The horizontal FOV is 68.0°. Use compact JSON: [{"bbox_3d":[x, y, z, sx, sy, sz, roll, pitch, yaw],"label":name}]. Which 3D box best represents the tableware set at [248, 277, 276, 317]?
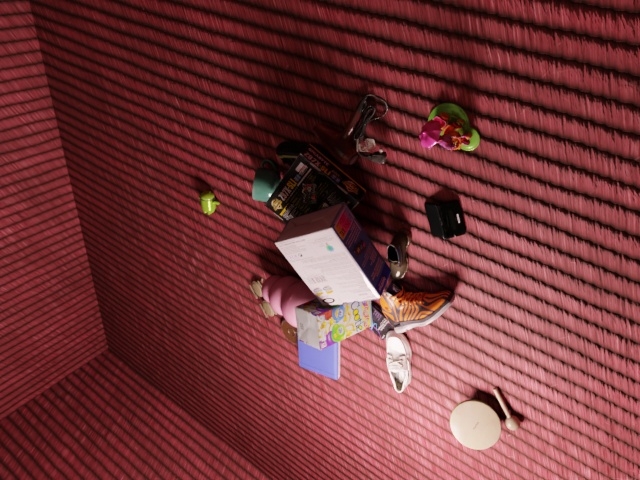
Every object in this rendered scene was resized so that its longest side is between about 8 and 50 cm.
[{"bbox_3d":[-0.269,0.277,2.309,0.128,0.039,0.194,-27,91,57],"label":"tableware set"}]

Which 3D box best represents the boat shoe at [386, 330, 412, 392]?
[{"bbox_3d":[0.315,0.494,1.913,0.098,0.096,0.277,-3,116,28],"label":"boat shoe"}]

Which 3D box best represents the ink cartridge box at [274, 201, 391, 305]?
[{"bbox_3d":[0.063,0.083,1.686,0.270,0.151,0.395,-14,121,39],"label":"ink cartridge box"}]

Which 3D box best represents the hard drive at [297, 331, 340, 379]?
[{"bbox_3d":[-0.008,0.491,2.206,0.210,0.040,0.319,14,124,24],"label":"hard drive"}]

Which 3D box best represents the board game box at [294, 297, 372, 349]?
[{"bbox_3d":[0.056,0.298,1.854,0.142,0.275,0.144,10,111,49],"label":"board game box"}]

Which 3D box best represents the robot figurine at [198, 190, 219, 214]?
[{"bbox_3d":[-0.524,-0.181,2.213,0.101,0.067,0.115,19,126,28],"label":"robot figurine"}]

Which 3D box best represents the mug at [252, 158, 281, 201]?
[{"bbox_3d":[-0.208,-0.230,1.883,0.097,0.129,0.158,10,116,1],"label":"mug"}]

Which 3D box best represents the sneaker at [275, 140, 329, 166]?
[{"bbox_3d":[-0.061,-0.308,1.770,0.234,0.084,0.097,20,151,30],"label":"sneaker"}]

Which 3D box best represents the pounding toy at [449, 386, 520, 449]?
[{"bbox_3d":[0.613,0.671,1.804,0.236,0.110,0.183,-34,80,17],"label":"pounding toy"}]

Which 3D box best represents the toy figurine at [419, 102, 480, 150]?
[{"bbox_3d":[0.355,-0.299,1.359,0.173,0.159,0.130,41,134,11],"label":"toy figurine"}]

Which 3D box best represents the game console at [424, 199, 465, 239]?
[{"bbox_3d":[0.408,-0.073,1.559,0.107,0.071,0.122,-15,109,12],"label":"game console"}]

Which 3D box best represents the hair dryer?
[{"bbox_3d":[0.102,-0.367,1.606,0.293,0.080,0.224,4,102,32],"label":"hair dryer"}]

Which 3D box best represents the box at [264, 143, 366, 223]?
[{"bbox_3d":[-0.027,-0.149,1.693,0.257,0.079,0.322,40,138,-2],"label":"box"}]

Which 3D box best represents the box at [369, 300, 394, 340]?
[{"bbox_3d":[0.225,0.321,1.937,0.162,0.029,0.116,39,134,13],"label":"box"}]

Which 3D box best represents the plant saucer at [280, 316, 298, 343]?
[{"bbox_3d":[-0.133,0.438,2.302,0.168,0.029,0.169,20,126,30],"label":"plant saucer"}]

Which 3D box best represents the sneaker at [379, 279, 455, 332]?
[{"bbox_3d":[0.326,0.218,1.724,0.180,0.124,0.321,52,136,0],"label":"sneaker"}]

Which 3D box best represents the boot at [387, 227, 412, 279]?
[{"bbox_3d":[0.263,0.070,1.696,0.082,0.106,0.219,21,127,28],"label":"boot"}]

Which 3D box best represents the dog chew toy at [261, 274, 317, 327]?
[{"bbox_3d":[-0.129,0.250,2.072,0.331,0.206,0.207,20,127,39],"label":"dog chew toy"}]
